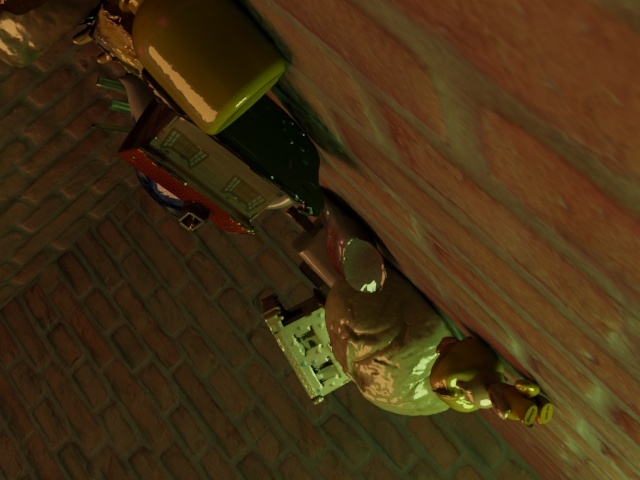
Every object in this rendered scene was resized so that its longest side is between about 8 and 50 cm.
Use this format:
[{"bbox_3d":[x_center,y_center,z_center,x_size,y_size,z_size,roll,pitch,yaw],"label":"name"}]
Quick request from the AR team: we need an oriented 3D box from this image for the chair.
[{"bbox_3d":[-0.380,-0.308,1.623,0.275,0.203,0.191,16,149,-30],"label":"chair"}]

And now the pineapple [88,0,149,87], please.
[{"bbox_3d":[-0.395,-0.430,1.440,0.186,0.114,0.236,15,153,28],"label":"pineapple"}]

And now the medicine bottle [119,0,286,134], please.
[{"bbox_3d":[-0.147,-0.228,0.742,0.212,0.122,0.122,48,177,-8],"label":"medicine bottle"}]

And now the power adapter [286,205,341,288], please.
[{"bbox_3d":[0.000,0.000,1.639,0.205,0.125,0.130,47,178,-17],"label":"power adapter"}]

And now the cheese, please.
[{"bbox_3d":[-0.542,-0.482,1.382,0.115,0.318,0.326,43,-147,-34],"label":"cheese"}]

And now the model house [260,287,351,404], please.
[{"bbox_3d":[0.010,0.258,1.920,0.326,0.244,0.169,62,-178,-14],"label":"model house"}]

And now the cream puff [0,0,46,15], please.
[{"bbox_3d":[-0.482,-0.506,1.038,0.303,0.212,0.303,55,174,8],"label":"cream puff"}]

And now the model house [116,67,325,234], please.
[{"bbox_3d":[-0.148,-0.125,0.931,0.294,0.154,0.207,38,-154,-29],"label":"model house"}]

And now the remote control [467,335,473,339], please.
[{"bbox_3d":[0.296,0.210,1.291,0.039,0.014,0.096,45,175,41],"label":"remote control"}]

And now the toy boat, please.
[{"bbox_3d":[0.032,-0.034,1.383,0.206,0.096,0.282,58,-177,-41],"label":"toy boat"}]

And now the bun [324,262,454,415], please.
[{"bbox_3d":[0.147,0.218,1.476,0.352,0.227,0.349,50,178,-21],"label":"bun"}]

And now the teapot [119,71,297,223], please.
[{"bbox_3d":[-0.189,-0.179,1.169,0.424,0.252,0.279,24,128,28],"label":"teapot"}]

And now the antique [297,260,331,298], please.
[{"bbox_3d":[0.053,0.089,1.840,0.148,0.152,0.147,47,179,-35],"label":"antique"}]

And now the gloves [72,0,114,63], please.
[{"bbox_3d":[-0.480,-0.492,1.642,0.301,0.152,0.197,14,-163,-46],"label":"gloves"}]

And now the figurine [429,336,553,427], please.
[{"bbox_3d":[0.270,0.238,1.149,0.156,0.131,0.246,1,-172,-33],"label":"figurine"}]
